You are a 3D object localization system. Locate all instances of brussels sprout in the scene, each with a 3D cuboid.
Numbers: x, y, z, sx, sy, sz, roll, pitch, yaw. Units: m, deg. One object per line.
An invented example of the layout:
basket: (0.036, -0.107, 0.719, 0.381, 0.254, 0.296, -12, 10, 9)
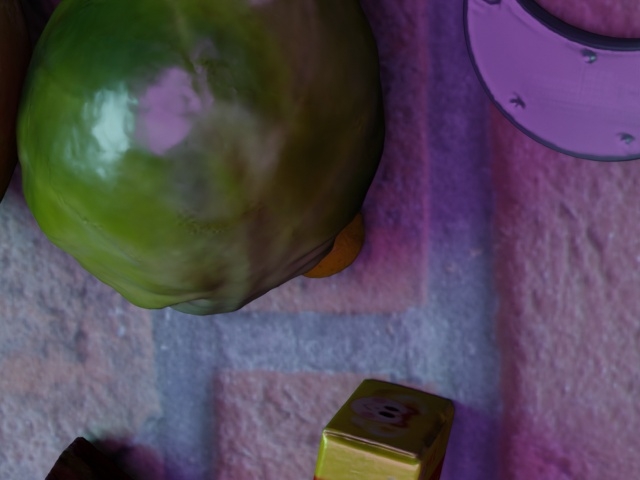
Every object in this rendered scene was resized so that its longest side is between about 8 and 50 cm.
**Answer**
brussels sprout: (-0.083, -0.097, 1.383, 0.268, 0.344, 0.344, 16, 107, 2)

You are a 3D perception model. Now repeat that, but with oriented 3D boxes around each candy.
candy: (0.032, 0.267, 1.504, 0.088, 0.146, 0.276, 16, 108, 13)

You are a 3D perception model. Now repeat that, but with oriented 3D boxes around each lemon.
lemon: (0.000, 0.000, 1.493, 0.083, 0.062, 0.062, -34, 92, 20)

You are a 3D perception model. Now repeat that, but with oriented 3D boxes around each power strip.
power strip: (0.228, -0.141, 1.399, 0.253, 0.054, 0.167, 14, 109, 13)

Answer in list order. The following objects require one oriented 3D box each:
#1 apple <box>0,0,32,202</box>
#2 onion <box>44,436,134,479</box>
apple: (-0.341, -0.123, 1.425, 0.309, 0.252, 0.314, 60, 153, 16)
onion: (-0.174, 0.341, 1.527, 0.146, 0.280, 0.314, 4, 105, 0)
